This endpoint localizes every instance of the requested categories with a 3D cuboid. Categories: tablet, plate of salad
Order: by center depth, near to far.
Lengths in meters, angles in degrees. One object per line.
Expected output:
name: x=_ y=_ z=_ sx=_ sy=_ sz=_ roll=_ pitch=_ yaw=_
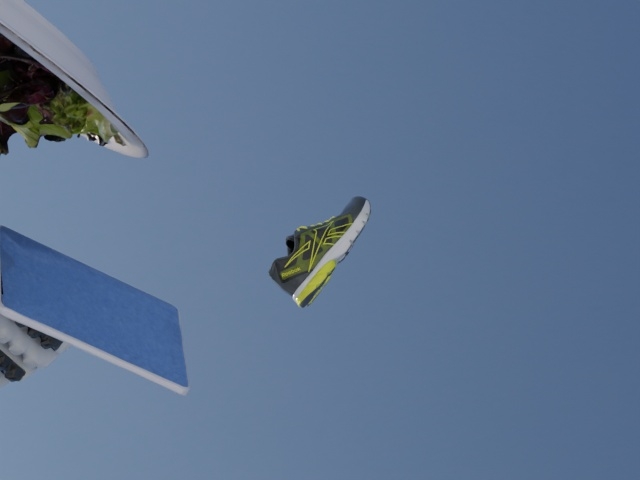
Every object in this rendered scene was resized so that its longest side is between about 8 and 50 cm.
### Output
plate of salad: x=-0.148 y=-0.077 z=0.664 sx=0.200 sy=0.200 sz=0.048 roll=30 pitch=-97 yaw=21
tablet: x=-0.086 y=0.026 z=0.720 sx=0.006 sy=0.083 sz=0.054 roll=-50 pitch=-151 yaw=24

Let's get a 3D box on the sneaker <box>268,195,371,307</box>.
sneaker: x=0.000 y=0.000 z=1.139 sx=0.035 sy=0.083 sz=0.031 roll=34 pitch=-32 yaw=3

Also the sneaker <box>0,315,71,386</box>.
sneaker: x=-0.299 y=0.049 z=1.407 sx=0.292 sy=0.110 sz=0.118 roll=-12 pitch=-133 yaw=21
